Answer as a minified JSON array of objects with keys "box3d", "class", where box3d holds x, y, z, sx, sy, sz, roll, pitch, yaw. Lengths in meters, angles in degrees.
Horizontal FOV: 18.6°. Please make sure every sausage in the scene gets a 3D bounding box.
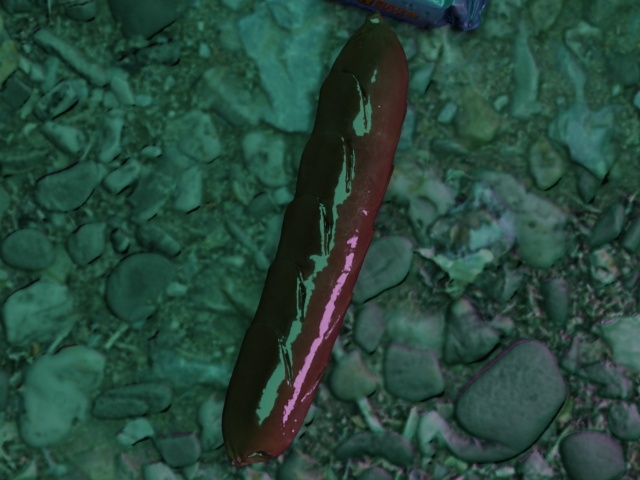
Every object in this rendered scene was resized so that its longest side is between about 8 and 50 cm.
[{"box3d":[0.001,0.000,1.762,0.088,0.088,0.433,18,84,-1],"class":"sausage"}]

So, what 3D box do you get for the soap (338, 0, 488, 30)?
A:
[{"box3d":[0.031,-0.298,1.796,0.293,0.077,0.156,17,82,-2],"class":"soap"}]
